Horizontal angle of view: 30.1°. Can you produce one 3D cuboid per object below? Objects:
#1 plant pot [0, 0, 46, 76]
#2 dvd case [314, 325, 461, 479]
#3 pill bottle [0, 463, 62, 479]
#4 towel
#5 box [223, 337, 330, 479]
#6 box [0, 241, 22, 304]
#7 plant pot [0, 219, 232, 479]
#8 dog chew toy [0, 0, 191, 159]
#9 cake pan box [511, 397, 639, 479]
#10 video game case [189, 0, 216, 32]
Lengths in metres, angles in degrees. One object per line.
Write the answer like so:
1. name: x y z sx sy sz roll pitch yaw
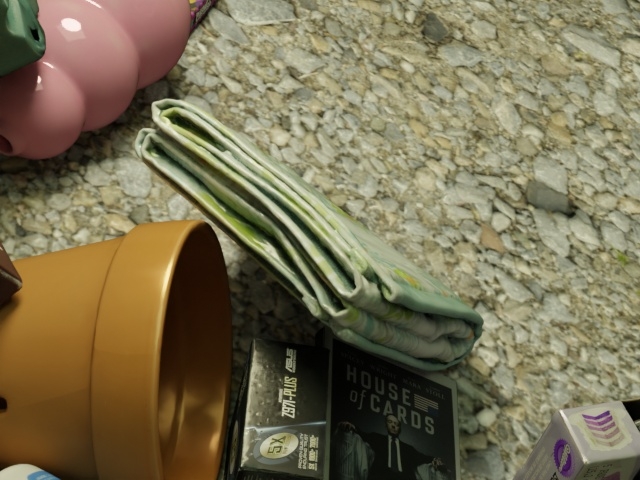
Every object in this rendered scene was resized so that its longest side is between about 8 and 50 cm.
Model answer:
1. plant pot: -0.493 -0.259 1.261 0.334 0.341 0.341 -19 53 0
2. dvd case: 0.069 0.216 1.229 0.179 0.029 0.238 25 44 -23
3. pill bottle: -0.232 0.263 0.992 0.222 0.124 0.124 26 47 15
4. towel: 0.000 0.000 1.253 0.320 0.374 0.090 41 95 23
5. box: -0.048 0.207 1.143 0.078 0.180 0.147 9 48 -7
6. box: -0.470 0.079 1.007 0.381 0.191 0.143 -38 55 2
7. plant pot: -0.211 0.122 1.128 0.204 0.290 0.290 2 47 8
8. dog chew toy: -0.301 -0.229 1.465 0.207 0.206 0.331 25 56 8
9. cake pan box: 0.303 0.241 1.151 0.246 0.266 0.070 -5 48 -22
10. video game case: -0.269 -0.374 1.699 0.232 0.041 0.210 24 49 6
